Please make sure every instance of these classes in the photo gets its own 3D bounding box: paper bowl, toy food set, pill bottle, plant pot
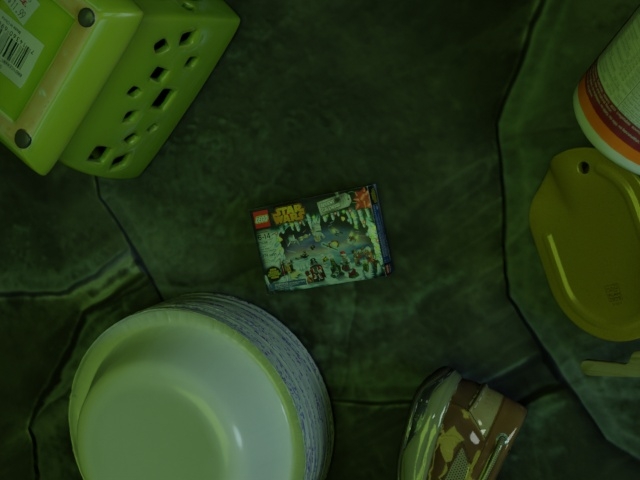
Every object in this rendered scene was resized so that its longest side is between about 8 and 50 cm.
[{"bbox_3d":[-0.139,0.206,1.090,0.284,0.148,0.284,3,99,21],"label":"paper bowl"},{"bbox_3d":[0.274,0.016,0.936,0.128,0.071,0.217,-17,91,48],"label":"toy food set"},{"bbox_3d":[0.307,-0.159,0.813,0.121,0.121,0.221,43,137,10],"label":"pill bottle"},{"bbox_3d":[-0.257,-0.203,1.033,0.228,0.207,0.227,41,111,10],"label":"plant pot"}]

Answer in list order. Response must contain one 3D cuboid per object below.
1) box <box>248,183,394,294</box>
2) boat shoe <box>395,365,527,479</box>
[{"bbox_3d":[0.000,0.000,1.060,0.137,0.027,0.093,-11,94,24],"label":"box"},{"bbox_3d":[0.124,0.289,1.012,0.120,0.122,0.324,15,105,16],"label":"boat shoe"}]
